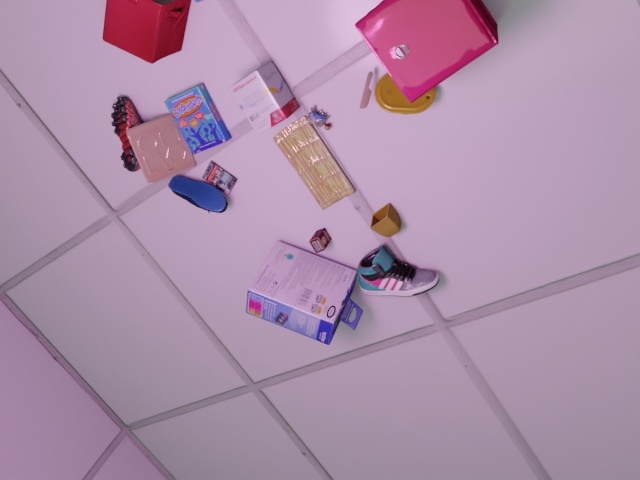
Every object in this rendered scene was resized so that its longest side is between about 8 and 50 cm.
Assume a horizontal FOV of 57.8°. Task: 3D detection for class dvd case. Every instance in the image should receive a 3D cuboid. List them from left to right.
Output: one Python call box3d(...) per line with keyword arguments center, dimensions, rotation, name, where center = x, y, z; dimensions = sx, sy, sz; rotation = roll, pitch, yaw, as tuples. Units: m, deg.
box3d(center=(-0.373, -0.231, 2.151), dimensions=(0.119, 0.013, 0.087), rotation=(36, 126, -1), name="dvd case")

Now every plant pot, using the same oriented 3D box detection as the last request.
box3d(center=(0.230, -0.060, 1.981), dimensions=(0.083, 0.081, 0.081), rotation=(40, 126, -19), name="plant pot")

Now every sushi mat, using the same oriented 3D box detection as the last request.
box3d(center=(-0.022, -0.262, 1.990), dimensions=(0.151, 0.019, 0.316), rotation=(-25, 108, 33), name="sushi mat")

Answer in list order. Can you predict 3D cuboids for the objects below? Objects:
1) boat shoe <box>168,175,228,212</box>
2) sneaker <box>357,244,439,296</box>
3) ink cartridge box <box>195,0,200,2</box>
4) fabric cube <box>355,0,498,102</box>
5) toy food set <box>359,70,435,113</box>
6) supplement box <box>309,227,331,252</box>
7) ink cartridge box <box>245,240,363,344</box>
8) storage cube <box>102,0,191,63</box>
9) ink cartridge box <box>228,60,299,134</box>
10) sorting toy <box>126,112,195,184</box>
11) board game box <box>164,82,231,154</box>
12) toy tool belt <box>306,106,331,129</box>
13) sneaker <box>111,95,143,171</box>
box3d(center=(-0.445, -0.172, 2.172), dimensions=(0.258, 0.109, 0.089), rotation=(31, 168, 21), name="boat shoe")
box3d(center=(0.257, 0.096, 2.045), dimensions=(0.295, 0.124, 0.178), rotation=(-7, 127, 26), name="sneaker")
box3d(center=(-0.377, -0.839, 1.737), dimensions=(0.139, 0.082, 0.191), rotation=(-32, 106, 33), name="ink cartridge box")
box3d(center=(0.285, -0.560, 1.515), dimensions=(0.258, 0.259, 0.254), rotation=(-31, 107, 29), name="fabric cube")
box3d(center=(0.236, -0.441, 1.754), dimensions=(0.218, 0.071, 0.128), rotation=(7, 89, 10), name="toy food set")
box3d(center=(0.000, 0.000, 2.103), dimensions=(0.043, 0.083, 0.055), rotation=(-21, 110, 30), name="supplement box")
box3d(center=(-0.038, 0.199, 2.117), dimensions=(0.395, 0.270, 0.151), rotation=(19, 138, 10), name="ink cartridge box")
box3d(center=(-0.544, -0.699, 1.824), dimensions=(0.215, 0.183, 0.193), rotation=(27, 126, 4), name="storage cube")
box3d(center=(-0.180, -0.459, 1.863), dimensions=(0.128, 0.127, 0.176), rotation=(-21, 111, 31), name="ink cartridge box")
box3d(center=(-0.571, -0.331, 2.085), dimensions=(0.038, 0.193, 0.208), rotation=(24, 136, 58), name="sorting toy")
box3d(center=(-0.429, -0.423, 2.033), dimensions=(0.160, 0.047, 0.210), rotation=(-15, 113, 29), name="board game box")
box3d(center=(-0.001, -0.396, 1.881), dimensions=(0.083, 0.052, 0.051), rotation=(26, 134, 4), name="toy tool belt")
box3d(center=(-0.675, -0.390, 2.123), dimensions=(0.097, 0.135, 0.276), rotation=(-13, 92, 41), name="sneaker")
